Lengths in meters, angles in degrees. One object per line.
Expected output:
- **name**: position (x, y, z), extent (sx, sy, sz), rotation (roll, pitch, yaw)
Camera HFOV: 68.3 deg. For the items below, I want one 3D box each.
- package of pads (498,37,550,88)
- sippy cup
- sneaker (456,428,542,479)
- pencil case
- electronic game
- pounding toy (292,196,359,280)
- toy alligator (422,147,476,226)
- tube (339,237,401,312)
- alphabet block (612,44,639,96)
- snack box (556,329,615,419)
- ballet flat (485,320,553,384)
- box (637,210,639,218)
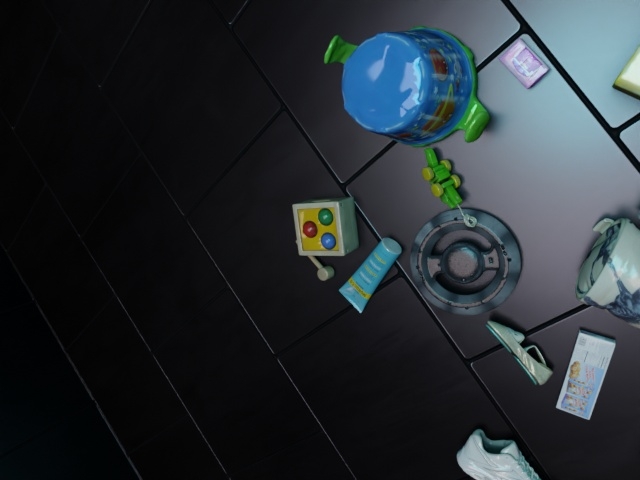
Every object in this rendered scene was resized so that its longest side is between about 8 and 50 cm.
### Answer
- **package of pads**: position (0.376, -0.326, 0.870), extent (0.083, 0.032, 0.050), rotation (51, 124, 9)
- **sippy cup**: position (0.157, -0.293, 0.897), extent (0.305, 0.224, 0.240), rotation (-1, 102, 32)
- **sneaker**: position (0.424, 0.505, 1.038), extent (0.232, 0.090, 0.115), rotation (24, 111, 22)
- **pencil case**: position (0.637, 0.103, 0.758), extent (0.410, 0.183, 0.160), rotation (27, 144, 23)
- **electronic game**: position (0.304, 0.047, 1.005), extent (0.229, 0.048, 0.230), rotation (4, 98, 26)
- **pounding toy**: position (-0.007, 0.006, 1.154), extent (0.180, 0.094, 0.206), rotation (-1, 103, 31)
- **toy alligator**: position (0.261, -0.104, 0.987), extent (0.190, 0.056, 0.051), rotation (62, 164, 8)
- **tube**: position (0.119, 0.082, 1.132), extent (0.080, 0.052, 0.207), rotation (48, 129, 22)
- **alphabet block**: position (0.571, -0.266, 0.674), extent (0.197, 0.193, 0.193), rotation (36, 117, 18)
- **snack box**: position (0.530, 0.271, 0.946), extent (0.064, 0.022, 0.179), rotation (16, 111, 26)
- **ballet flat**: position (0.419, 0.225, 0.992), extent (0.052, 0.057, 0.168), rotation (-40, 85, 4)
- **box**: position (0.683, -0.003, 0.734), extent (0.323, 0.063, 0.067), rotation (24, 115, 16)
